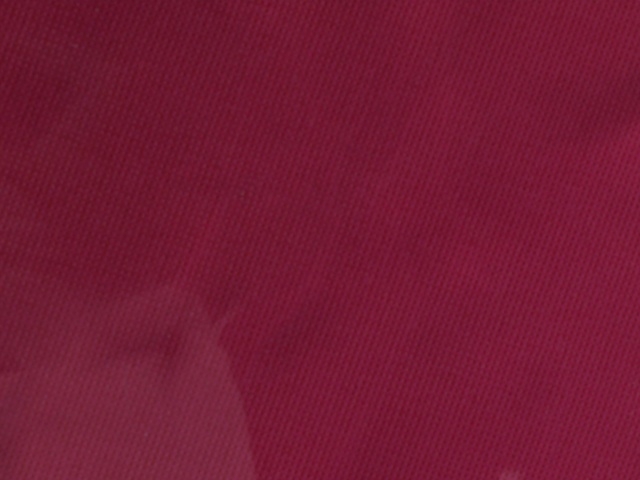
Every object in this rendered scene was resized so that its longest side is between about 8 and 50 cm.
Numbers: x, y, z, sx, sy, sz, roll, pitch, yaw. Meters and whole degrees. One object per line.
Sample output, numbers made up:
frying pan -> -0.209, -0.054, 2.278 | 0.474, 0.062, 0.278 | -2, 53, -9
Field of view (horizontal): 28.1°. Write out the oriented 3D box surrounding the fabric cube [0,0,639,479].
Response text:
fabric cube -> 0.000, 0.000, 0.427 | 0.254, 0.259, 0.258 | -25, -177, -6
